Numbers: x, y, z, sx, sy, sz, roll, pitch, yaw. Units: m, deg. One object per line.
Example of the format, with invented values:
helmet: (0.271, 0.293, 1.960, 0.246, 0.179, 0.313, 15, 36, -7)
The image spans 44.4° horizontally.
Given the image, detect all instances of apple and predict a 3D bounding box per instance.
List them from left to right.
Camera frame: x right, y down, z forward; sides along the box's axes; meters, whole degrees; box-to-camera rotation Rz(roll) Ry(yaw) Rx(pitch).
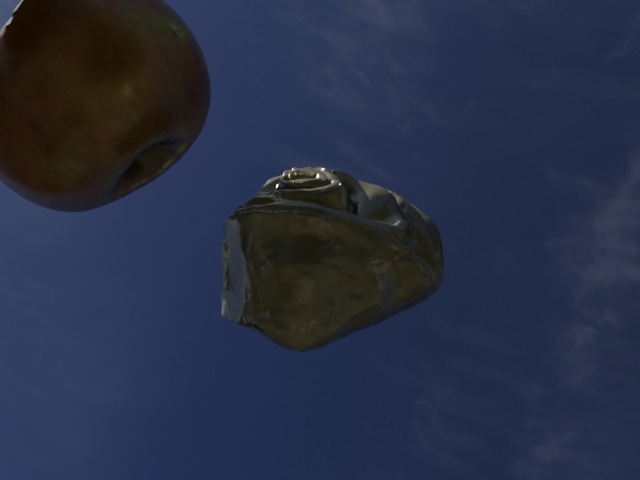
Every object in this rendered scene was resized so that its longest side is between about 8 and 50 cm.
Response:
apple: (-0.230, -0.150, 0.774, 0.207, 0.237, 0.237, 48, -65, 5)

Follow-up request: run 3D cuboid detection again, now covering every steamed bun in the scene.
steamed bun: (-0.001, 0.000, 0.736, 0.211, 0.218, 0.144, -162, -122, -66)
